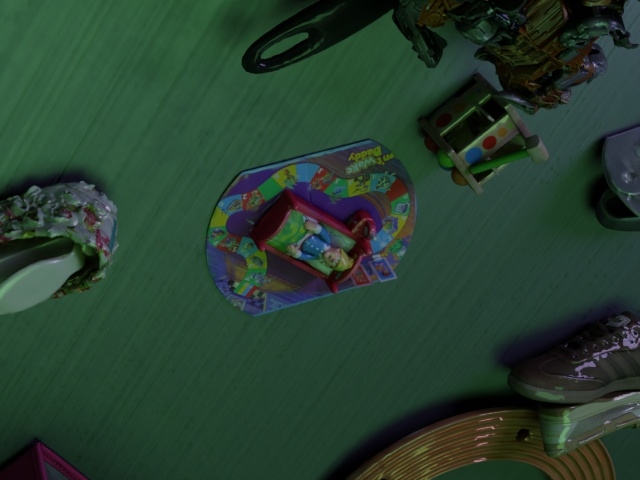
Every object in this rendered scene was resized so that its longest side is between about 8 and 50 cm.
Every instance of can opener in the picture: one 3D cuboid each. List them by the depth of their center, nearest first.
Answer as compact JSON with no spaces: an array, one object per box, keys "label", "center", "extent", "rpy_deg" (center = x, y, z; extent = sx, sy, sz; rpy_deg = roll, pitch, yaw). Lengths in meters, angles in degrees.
[{"label":"can opener","center":[0.355,-0.080,1.004],"extent":[0.283,0.076,0.095],"rpy_deg":[-18,160,-12]}]

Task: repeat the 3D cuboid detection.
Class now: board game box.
[{"label":"board game box","center":[0.000,0.000,0.914],"extent":[0.169,0.033,0.133],"rpy_deg":[-15,127,-14]}]

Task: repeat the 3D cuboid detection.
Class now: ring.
[{"label":"ring","center":[0.126,0.284,1.164],"extent":[0.337,0.032,0.336],"rpy_deg":[-12,126,-17]}]

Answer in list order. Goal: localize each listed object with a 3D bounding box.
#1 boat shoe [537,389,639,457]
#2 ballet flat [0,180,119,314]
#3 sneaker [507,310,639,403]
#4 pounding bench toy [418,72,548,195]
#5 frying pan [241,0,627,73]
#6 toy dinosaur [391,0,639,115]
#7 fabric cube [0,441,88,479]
[{"label":"boat shoe","center":[0.256,0.158,1.099],"extent":[0.153,0.056,0.048],"rpy_deg":[-6,96,-39]},{"label":"ballet flat","center":[-0.244,0.030,0.802],"extent":[0.241,0.077,0.091],"rpy_deg":[-25,129,-5]},{"label":"sneaker","center":[0.248,0.096,1.080],"extent":[0.188,0.066,0.071],"rpy_deg":[-3,105,-25]},{"label":"pounding bench toy","center":[0.118,-0.067,0.886],"extent":[0.065,0.083,0.052],"rpy_deg":[-39,129,4]},{"label":"frying pan","center":[0.116,-0.188,0.824],"extent":[0.326,0.053,0.197],"rpy_deg":[-44,129,11]},{"label":"toy dinosaur","center":[0.134,-0.185,0.702],"extent":[0.218,0.164,0.322],"rpy_deg":[-25,166,10]},{"label":"fabric cube","center":[-0.219,0.368,0.929],"extent":[0.258,0.254,0.259],"rpy_deg":[-37,129,3]}]
